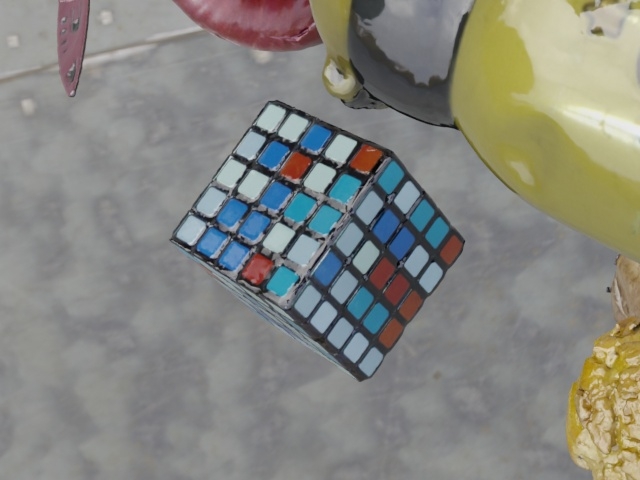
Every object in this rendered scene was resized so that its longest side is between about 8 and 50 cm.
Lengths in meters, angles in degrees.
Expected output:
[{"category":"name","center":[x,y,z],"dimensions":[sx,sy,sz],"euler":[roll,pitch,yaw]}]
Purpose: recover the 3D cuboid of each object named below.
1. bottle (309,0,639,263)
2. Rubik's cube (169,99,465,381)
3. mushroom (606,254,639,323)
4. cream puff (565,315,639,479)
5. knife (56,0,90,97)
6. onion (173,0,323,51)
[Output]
[{"category":"bottle","center":[0.150,-0.080,0.617],"dimensions":[0.351,0.171,0.172],"euler":[30,113,24]},{"category":"Rubik's cube","center":[0.000,0.000,1.359],"dimensions":[0.184,0.187,0.182],"euler":[28,78,40]},{"category":"mushroom","center":[0.485,0.125,1.810],"dimensions":[0.156,0.151,0.286],"euler":[-30,128,8]},{"category":"cream puff","center":[0.304,0.139,1.175],"dimensions":[0.189,0.189,0.129],"euler":[27,152,16]},{"category":"knife","center":[-0.201,-0.207,1.123],"dimensions":[0.035,0.018,0.247],"euler":[-23,48,25]},{"category":"onion","center":[-0.060,-0.413,1.706],"dimensions":[0.347,0.285,0.348],"euler":[-4,104,-15]}]
